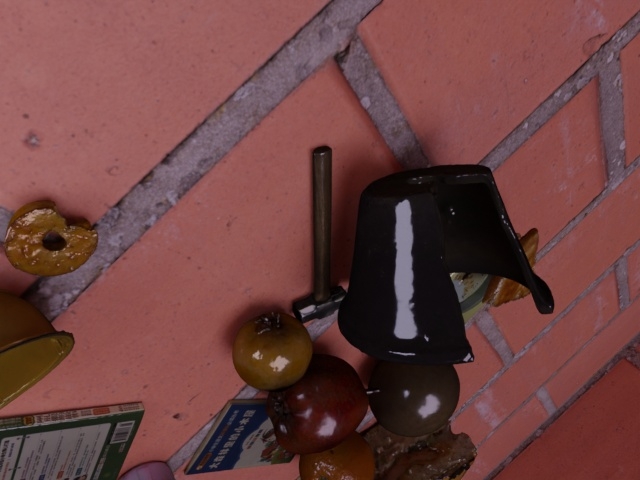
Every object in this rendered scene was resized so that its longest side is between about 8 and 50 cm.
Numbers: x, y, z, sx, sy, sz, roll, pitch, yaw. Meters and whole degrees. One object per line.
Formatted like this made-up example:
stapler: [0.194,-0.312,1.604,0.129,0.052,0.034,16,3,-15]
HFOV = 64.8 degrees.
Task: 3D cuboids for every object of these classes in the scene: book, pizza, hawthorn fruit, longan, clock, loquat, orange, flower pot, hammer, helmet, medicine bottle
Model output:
book: [-0.460,0.372,0.869,0.264,0.027,0.202,7,120,-41]
pizza: [0.436,0.085,1.154,0.201,0.053,0.193,-51,138,-11]
book: [-0.136,0.463,1.198,0.322,0.018,0.228,16,113,-44]
hawthorn fruit: [0.016,0.343,1.074,0.248,0.208,0.208,2,122,-29]
longan: [0.238,0.373,1.262,0.248,0.248,0.248,-20,133,-23]
clock: [0.332,0.072,1.176,0.308,0.096,0.235,-49,137,6]
loquat: [-0.088,0.205,0.936,0.163,0.137,0.163,-7,127,-9]
orange: [0.040,0.573,1.290,0.206,0.206,0.206,-20,133,-23]
flower pot: [0.187,0.012,0.881,0.379,0.379,0.251,-21,108,-23]
hammer: [0.000,0.000,0.913,0.111,0.043,0.366,-19,131,-23]
helmet: [-0.444,0.139,0.611,0.257,0.140,0.205,-37,171,7]
medicine bottle: [-0.334,0.550,1.005,0.135,0.168,0.135,-20,133,-24]

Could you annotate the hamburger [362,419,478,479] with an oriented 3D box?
hamburger: [0.220,0.709,1.482,0.445,0.268,0.287,-28,134,-22]

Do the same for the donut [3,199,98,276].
donut: [-0.345,-0.003,0.639,0.097,0.043,0.108,-43,139,-1]
